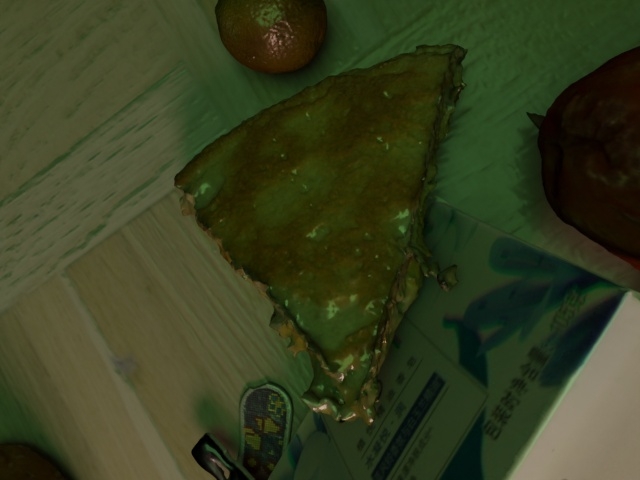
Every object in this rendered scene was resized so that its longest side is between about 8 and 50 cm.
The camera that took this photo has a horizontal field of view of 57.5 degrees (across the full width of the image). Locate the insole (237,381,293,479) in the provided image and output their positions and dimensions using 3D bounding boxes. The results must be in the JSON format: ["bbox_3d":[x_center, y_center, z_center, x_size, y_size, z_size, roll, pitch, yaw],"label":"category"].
[{"bbox_3d":[-0.055,0.227,0.535,0.065,0.004,0.197,7,92,12],"label":"insole"}]

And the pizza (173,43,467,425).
[{"bbox_3d":[0.000,0.000,0.439,0.280,0.075,0.287,-17,57,19],"label":"pizza"}]

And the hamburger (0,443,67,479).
[{"bbox_3d":[-0.277,0.284,0.514,0.136,0.155,0.207,-21,79,7],"label":"hamburger"}]

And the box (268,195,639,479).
[{"bbox_3d":[0.093,0.132,0.392,0.116,0.203,0.274,27,97,-21],"label":"box"}]

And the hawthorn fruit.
[{"bbox_3d":[0.249,-0.052,0.401,0.179,0.174,0.173,-18,86,41],"label":"hawthorn fruit"}]

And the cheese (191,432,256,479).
[{"bbox_3d":[-0.052,0.235,0.510,0.162,0.036,0.086,41,114,11],"label":"cheese"}]

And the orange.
[{"bbox_3d":[-0.043,-0.185,0.491,0.095,0.085,0.085,21,94,9],"label":"orange"}]
